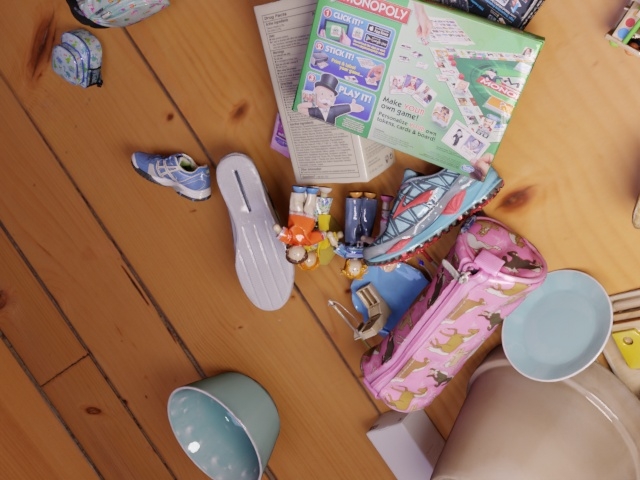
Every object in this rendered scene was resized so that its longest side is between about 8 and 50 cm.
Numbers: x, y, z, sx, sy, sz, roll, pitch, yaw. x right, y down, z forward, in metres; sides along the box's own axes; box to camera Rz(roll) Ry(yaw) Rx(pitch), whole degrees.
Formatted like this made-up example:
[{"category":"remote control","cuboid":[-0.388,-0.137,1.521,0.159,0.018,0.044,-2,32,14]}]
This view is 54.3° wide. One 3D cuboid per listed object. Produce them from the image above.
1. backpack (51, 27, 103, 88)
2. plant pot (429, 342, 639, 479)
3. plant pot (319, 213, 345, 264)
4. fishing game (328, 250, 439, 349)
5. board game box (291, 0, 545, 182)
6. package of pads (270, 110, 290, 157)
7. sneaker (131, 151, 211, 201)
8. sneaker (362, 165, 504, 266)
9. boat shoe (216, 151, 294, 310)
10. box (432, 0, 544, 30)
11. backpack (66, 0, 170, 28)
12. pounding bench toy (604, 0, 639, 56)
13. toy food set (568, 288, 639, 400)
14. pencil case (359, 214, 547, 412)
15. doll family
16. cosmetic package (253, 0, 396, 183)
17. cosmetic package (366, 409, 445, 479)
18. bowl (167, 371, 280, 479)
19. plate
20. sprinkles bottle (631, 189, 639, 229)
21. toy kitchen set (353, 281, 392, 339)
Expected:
[{"category":"backpack","cuboid":[-0.550,-0.414,1.416,0.105,0.084,0.114,35,128,14]},{"category":"plant pot","cuboid":[0.328,0.366,1.016,0.323,0.280,0.323,31,138,33]},{"category":"plant pot","cuboid":[0.000,0.000,1.239,0.083,0.081,0.081,37,132,1]},{"category":"fishing game","cuboid":[0.150,0.117,1.216,0.189,0.041,0.264,46,127,-3]},{"category":"board game box","cuboid":[0.130,-0.239,0.911,0.317,0.046,0.213,23,120,11]},{"category":"package of pads","cuboid":[-0.064,-0.205,1.201,0.050,0.032,0.083,30,129,17]},{"category":"sneaker","cuboid":[-0.331,-0.164,1.403,0.211,0.080,0.081,22,120,14]},{"category":"sneaker","cuboid":[0.167,-0.057,1.040,0.262,0.104,0.125,-37,78,13]},{"category":"boat shoe","cuboid":[-0.124,-0.025,1.298,0.121,0.119,0.335,-11,102,6]},{"category":"box","cuboid":[0.201,-0.365,0.898,0.220,0.051,0.175,42,132,11]},{"category":"backpack","cuboid":[-0.385,-0.486,1.226,0.182,0.152,0.115,-13,112,28]},{"category":"pounding bench toy","cuboid":[0.395,-0.267,0.784,0.052,0.083,0.065,37,130,14]},{"category":"toy food set","cuboid":[0.544,0.173,0.902,0.306,0.092,0.219,-24,99,47]},{"category":"pencil case","cuboid":[0.214,0.138,1.070,0.167,0.160,0.386,19,128,-13]},{"category":"doll family","cuboid":[0.040,-0.011,1.134,0.263,0.118,0.163,5,99,-10]},{"category":"cosmetic package","cuboid":[0.013,-0.258,1.059,0.160,0.113,0.309,3,115,35]},{"category":"cosmetic package","cuboid":[0.216,0.471,1.333,0.117,0.085,0.231,-32,91,43]},{"category":"bowl","cuboid":[-0.225,0.464,1.606,0.311,0.163,0.311,17,123,29]},{"category":"plate","cuboid":[0.373,0.135,0.986,0.024,0.188,0.188,32,142,-31]},{"category":"sprinkles bottle","cuboid":[0.581,-0.019,0.757,0.355,0.121,0.121,21,125,27]},{"category":"toy kitchen set","cuboid":[0.078,0.140,1.190,0.068,0.083,0.075,-31,98,36]}]
